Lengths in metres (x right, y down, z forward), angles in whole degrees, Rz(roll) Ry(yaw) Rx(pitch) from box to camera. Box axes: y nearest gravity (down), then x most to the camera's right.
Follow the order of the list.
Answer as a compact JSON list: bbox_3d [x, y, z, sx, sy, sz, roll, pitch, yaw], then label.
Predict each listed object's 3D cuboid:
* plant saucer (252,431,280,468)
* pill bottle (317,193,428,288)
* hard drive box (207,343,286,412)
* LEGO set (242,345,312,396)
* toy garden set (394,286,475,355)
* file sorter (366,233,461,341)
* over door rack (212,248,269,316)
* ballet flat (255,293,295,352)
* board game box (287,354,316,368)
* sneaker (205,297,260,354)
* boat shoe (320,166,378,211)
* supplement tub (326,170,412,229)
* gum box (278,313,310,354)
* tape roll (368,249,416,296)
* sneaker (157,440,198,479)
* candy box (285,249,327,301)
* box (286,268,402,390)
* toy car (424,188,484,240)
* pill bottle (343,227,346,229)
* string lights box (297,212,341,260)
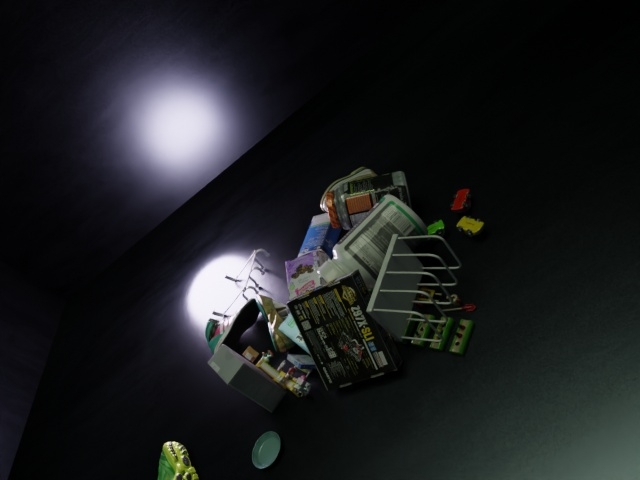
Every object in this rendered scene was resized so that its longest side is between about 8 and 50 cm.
[{"bbox_3d":[-0.172,0.690,1.600,0.119,0.021,0.119,-29,36,23],"label":"plant saucer"},{"bbox_3d":[0.172,0.035,1.656,0.361,0.204,0.204,-45,33,-2],"label":"pill bottle"},{"bbox_3d":[-0.260,0.486,1.728,0.089,0.232,0.181,-52,33,-13],"label":"hard drive box"},{"bbox_3d":[-0.134,0.446,1.731,0.287,0.132,0.107,25,65,32],"label":"LEGO set"},{"bbox_3d":[0.358,0.236,1.515,0.244,0.049,0.203,0,53,47],"label":"toy garden set"},{"bbox_3d":[0.296,0.142,1.470,0.173,0.193,0.277,-4,52,41],"label":"file sorter"},{"bbox_3d":[-0.357,0.207,2.276,0.324,0.108,0.239,-35,31,39],"label":"over door rack"},{"bbox_3d":[-0.168,0.314,1.949,0.123,0.123,0.348,-42,32,3],"label":"ballet flat"},{"bbox_3d":[-0.056,0.426,1.711,0.090,0.090,0.020,20,97,54],"label":"board game box"},{"bbox_3d":[-0.395,0.358,2.126,0.178,0.124,0.295,21,70,44],"label":"sneaker"},{"bbox_3d":[0.134,-0.224,2.176,0.302,0.113,0.103,-40,44,-19],"label":"boat shoe"},{"bbox_3d":[0.192,-0.150,1.915,0.316,0.193,0.193,-10,42,12],"label":"supplement tub"},{"bbox_3d":[-0.035,0.316,1.771,0.184,0.041,0.157,34,77,23],"label":"gum box"},{"bbox_3d":[0.200,0.087,1.826,0.321,0.077,0.321,-27,36,22],"label":"tape roll"},{"bbox_3d":[-0.506,0.852,1.725,0.123,0.110,0.295,-63,33,12],"label":"sneaker"},{"bbox_3d":[-0.048,0.157,1.956,0.165,0.070,0.196,-22,62,29],"label":"candy box"},{"bbox_3d":[0.072,0.287,1.539,0.257,0.321,0.079,-26,-1,24],"label":"box"},{"bbox_3d":[0.459,-0.057,1.732,0.225,0.053,0.239,-30,35,21],"label":"toy car"},{"bbox_3d":[0.150,-0.075,2.065,0.120,0.067,0.067,-6,48,43],"label":"pill bottle"},{"bbox_3d":[0.000,0.000,2.134,0.133,0.077,0.259,-12,45,39],"label":"string lights box"}]
